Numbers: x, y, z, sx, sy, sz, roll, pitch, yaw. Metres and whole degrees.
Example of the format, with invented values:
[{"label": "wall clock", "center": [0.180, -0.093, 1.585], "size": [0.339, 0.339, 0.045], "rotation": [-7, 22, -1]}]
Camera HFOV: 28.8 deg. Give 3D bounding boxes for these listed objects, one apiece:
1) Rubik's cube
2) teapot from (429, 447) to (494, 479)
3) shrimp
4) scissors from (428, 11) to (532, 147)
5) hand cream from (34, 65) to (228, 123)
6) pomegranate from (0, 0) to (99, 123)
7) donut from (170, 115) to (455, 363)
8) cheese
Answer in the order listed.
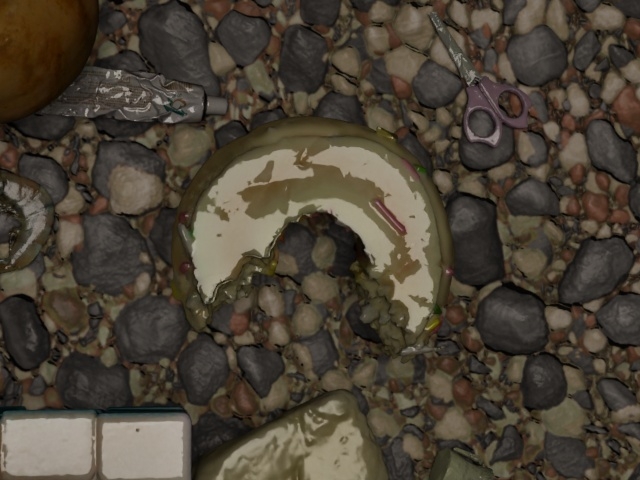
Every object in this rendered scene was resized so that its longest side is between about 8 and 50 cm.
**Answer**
[{"label": "Rubik's cube", "center": [-0.309, 0.356, 1.473], "size": [0.315, 0.322, 0.319], "rotation": [0, 84, -7]}, {"label": "teapot", "center": [0.196, 0.316, 1.688], "size": [0.083, 0.057, 0.067], "rotation": [24, 52, -10]}, {"label": "shrimp", "center": [-0.455, -0.028, 1.646], "size": [0.195, 0.035, 0.148], "rotation": [18, 83, -7]}, {"label": "scissors", "center": [0.214, -0.235, 1.769], "size": [0.110, 0.021, 0.212], "rotation": [-31, 89, -12]}, {"label": "hand cream", "center": [-0.253, -0.193, 1.687], "size": [0.256, 0.050, 0.084], "rotation": [8, 85, -4]}, {"label": "pomegranate", "center": [-0.450, -0.306, 1.551], "size": [0.338, 0.338, 0.338], "rotation": [1, 83, -8]}, {"label": "donut", "center": [-0.007, -0.008, 1.645], "size": [0.371, 0.150, 0.307], "rotation": [9, 82, -7]}, {"label": "cheese", "center": [-0.047, 0.312, 1.632], "size": [0.263, 0.093, 0.159], "rotation": [-25, 84, -9]}]
